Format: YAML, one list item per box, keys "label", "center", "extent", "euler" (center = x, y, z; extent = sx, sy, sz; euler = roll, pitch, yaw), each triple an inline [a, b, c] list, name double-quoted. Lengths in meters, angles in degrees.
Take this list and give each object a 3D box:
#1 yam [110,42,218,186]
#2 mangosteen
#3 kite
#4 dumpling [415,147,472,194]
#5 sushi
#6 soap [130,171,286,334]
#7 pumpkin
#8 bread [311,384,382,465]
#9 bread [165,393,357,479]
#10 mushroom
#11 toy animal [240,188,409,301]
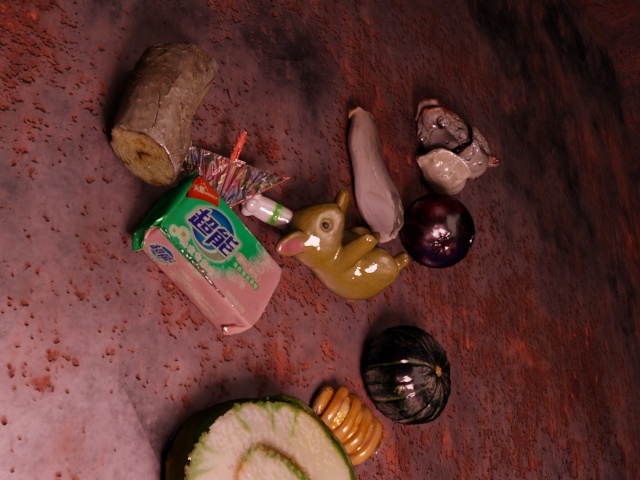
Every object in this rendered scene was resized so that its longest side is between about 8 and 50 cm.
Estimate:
- label: "yam"
  center: [-0.280, -0.237, 1.249]
  extent: [0.154, 0.154, 0.254]
  euler: [37, 55, -33]
- label: "mangosteen"
  center: [0.297, -0.036, 1.792]
  extent: [0.194, 0.194, 0.230]
  euler: [54, 19, -19]
- label: "kite"
  center: [-0.176, -0.128, 1.370]
  extent: [0.232, 0.009, 0.189]
  euler: [20, 82, -18]
- label: "dumpling"
  center: [0.354, -0.190, 1.931]
  extent: [0.100, 0.134, 0.169]
  euler: [-49, 118, -43]
- label: "sushi"
  center: [0.379, -0.281, 2.004]
  extent: [0.332, 0.124, 0.130]
  euler: [24, 48, -39]
- label: "soap"
  center: [-0.196, 0.025, 1.276]
  extent: [0.273, 0.098, 0.218]
  euler: [52, 38, -24]
- label: "pumpkin"
  center: [0.195, 0.296, 1.555]
  extent: [0.220, 0.162, 0.220]
  euler: [21, 62, -48]
- label: "bread"
  center: [0.056, 0.374, 1.434]
  extent: [0.177, 0.084, 0.119]
  euler: [50, 44, -17]
- label: "bread"
  center: [-0.102, 0.453, 1.160]
  extent: [0.366, 0.129, 0.382]
  euler: [42, 48, -13]
- label: "mushroom"
  center: [0.125, -0.162, 1.702]
  extent: [0.109, 0.097, 0.351]
  euler: [1, 73, -48]
- label: "toy animal"
  center: [0.017, -0.009, 1.454]
  extent: [0.363, 0.180, 0.181]
  euler: [40, 10, -38]
